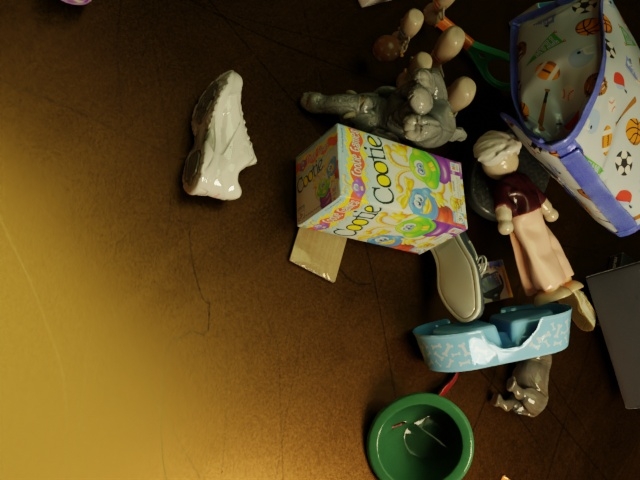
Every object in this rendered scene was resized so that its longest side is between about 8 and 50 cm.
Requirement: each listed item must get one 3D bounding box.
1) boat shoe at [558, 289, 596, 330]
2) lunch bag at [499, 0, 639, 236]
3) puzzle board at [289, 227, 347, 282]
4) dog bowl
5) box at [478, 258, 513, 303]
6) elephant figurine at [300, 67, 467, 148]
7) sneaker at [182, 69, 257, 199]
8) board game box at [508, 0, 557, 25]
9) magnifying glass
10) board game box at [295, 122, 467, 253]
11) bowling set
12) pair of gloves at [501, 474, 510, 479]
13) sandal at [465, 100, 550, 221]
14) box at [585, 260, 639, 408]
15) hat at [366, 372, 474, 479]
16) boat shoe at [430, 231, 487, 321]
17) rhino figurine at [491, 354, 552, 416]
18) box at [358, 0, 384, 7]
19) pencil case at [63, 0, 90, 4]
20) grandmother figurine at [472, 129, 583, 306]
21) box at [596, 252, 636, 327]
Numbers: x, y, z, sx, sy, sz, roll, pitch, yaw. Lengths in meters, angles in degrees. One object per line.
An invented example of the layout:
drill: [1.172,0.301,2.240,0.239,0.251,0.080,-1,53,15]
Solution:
boat shoe: [0.551,0.133,1.732,0.045,0.050,0.135,-48,112,-37]
lunch bag: [0.519,-0.237,1.572,0.328,0.239,0.385,38,46,-37]
puzzle board: [0.000,0.000,1.440,0.096,0.011,0.128,28,61,-22]
dog bowl: [0.319,0.177,1.471,0.297,0.166,0.074,-10,93,-12]
box: [0.321,0.087,1.608,0.136,0.028,0.081,-9,80,-36]
elephant figurine: [0.118,-0.231,1.514,0.169,0.240,0.186,-39,114,-54]
sneaker: [-0.157,-0.171,1.358,0.115,0.090,0.232,20,73,-34]
board game box: [0.603,-0.415,1.913,0.224,0.097,0.303,-19,85,-37]
magnifying glass: [0.349,-0.412,1.762,0.231,0.092,0.026,36,61,-6]
board game box: [0.109,-0.085,1.446,0.275,0.144,0.142,13,63,-30]
bowling set: [0.186,-0.381,1.627,0.200,0.154,0.286,0,75,-14]
pair of gloves: [0.357,0.491,1.510,0.083,0.010,0.074,41,57,-15]
sandal: [0.410,-0.177,1.710,0.167,0.107,0.445,46,51,-10]
box: [0.760,0.175,1.713,0.294,0.183,0.296,-8,79,-34]
hat: [0.192,0.347,1.443,0.209,0.183,0.173,-27,81,5]
boat shoe: [0.258,0.045,1.521,0.079,0.095,0.254,22,37,-42]
rhino figurine: [0.415,0.235,1.593,0.106,0.073,0.243,30,59,-17]
box: [0.162,-0.641,1.727,0.322,0.058,0.232,-25,89,-37]
pencil case: [-0.391,-0.480,1.304,0.088,0.086,0.206,11,66,-5]
grandmother figurine: [0.382,-0.050,1.527,0.208,0.104,0.342,-12,80,-59]
box: [0.720,0.154,1.834,0.184,0.045,0.190,36,59,-21]
